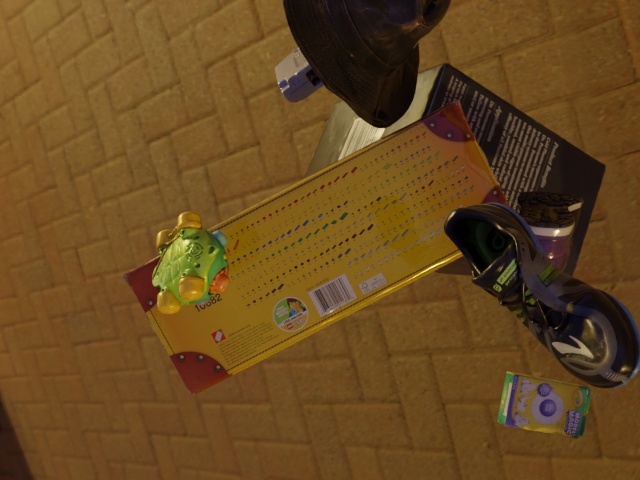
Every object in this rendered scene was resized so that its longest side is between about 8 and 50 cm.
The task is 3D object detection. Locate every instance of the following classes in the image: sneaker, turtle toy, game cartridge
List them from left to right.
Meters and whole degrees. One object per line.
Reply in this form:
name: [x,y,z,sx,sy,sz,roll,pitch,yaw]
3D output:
turtle toy: [-0.138,0.032,0.765,0.130,0.066,0.095,-31,56,46]
game cartridge: [0.042,-0.387,1.388,0.294,0.196,0.060,-34,119,11]
sneaker: [0.157,0.039,0.539,0.188,0.078,0.067,53,126,37]
sneaker: [0.376,-0.005,1.215,0.107,0.283,0.124,8,108,23]

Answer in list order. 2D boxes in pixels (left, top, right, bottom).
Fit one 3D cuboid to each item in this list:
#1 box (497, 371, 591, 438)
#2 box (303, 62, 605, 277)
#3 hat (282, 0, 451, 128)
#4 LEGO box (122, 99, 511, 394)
box: [0.447,0.325,1.411,0.043,0.179,0.105,-178,99,-81]
box: [0.278,-0.125,1.643,0.480,0.472,0.297,1,67,63]
hat: [0.094,-0.320,0.953,0.134,0.331,0.331,-13,93,35]
LEGO box: [0.000,0.000,1.118,0.500,0.372,0.193,-28,94,0]
